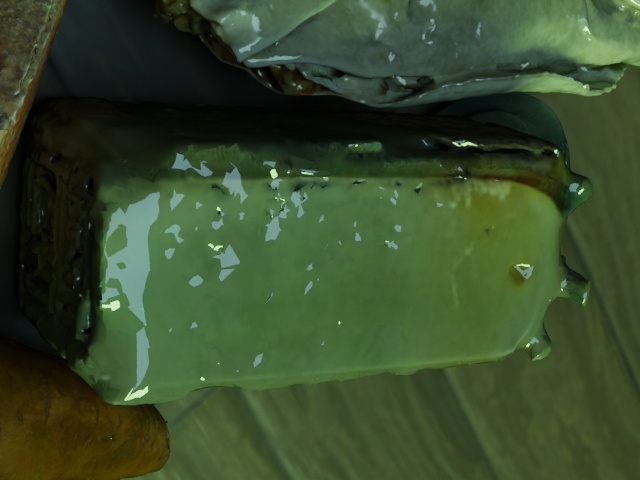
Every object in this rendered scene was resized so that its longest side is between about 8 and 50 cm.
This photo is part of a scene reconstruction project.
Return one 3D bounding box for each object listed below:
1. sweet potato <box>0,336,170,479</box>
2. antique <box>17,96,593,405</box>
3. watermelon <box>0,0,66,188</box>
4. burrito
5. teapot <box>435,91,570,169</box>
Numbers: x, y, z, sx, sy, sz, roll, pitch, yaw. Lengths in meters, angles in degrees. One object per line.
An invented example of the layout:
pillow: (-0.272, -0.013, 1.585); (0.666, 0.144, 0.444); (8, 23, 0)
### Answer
sweet potato: (-0.203, 0.088, 0.795); (0.359, 0.112, 0.112); (11, 96, -36)
antique: (0.000, 0.000, 0.855); (0.284, 0.150, 0.125); (-1, 104, -22)
watermelon: (-0.199, -0.096, 0.769); (0.146, 0.128, 0.231); (18, 77, -9)
burrito: (0.081, -0.132, 0.937); (0.392, 0.076, 0.117); (-7, 70, -34)
teapot: (0.092, -0.026, 0.996); (0.091, 0.124, 0.092); (61, 23, -51)
